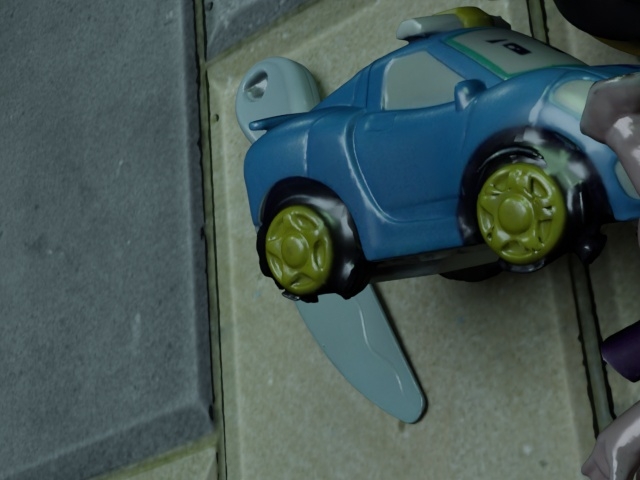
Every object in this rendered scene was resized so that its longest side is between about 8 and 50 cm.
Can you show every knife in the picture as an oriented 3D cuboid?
[{"bbox_3d":[-0.002,0.001,1.059,0.080,0.044,0.331,-37,55,28],"label":"knife"}]

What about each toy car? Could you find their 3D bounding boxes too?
[{"bbox_3d":[0.103,-0.055,0.836,0.314,0.198,0.166,-10,91,43],"label":"toy car"}]

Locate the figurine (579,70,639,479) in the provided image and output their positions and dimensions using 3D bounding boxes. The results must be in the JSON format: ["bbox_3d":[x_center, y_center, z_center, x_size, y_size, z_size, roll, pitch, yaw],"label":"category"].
[{"bbox_3d":[0.224,0.051,0.655,0.186,0.176,0.287,-7,92,45],"label":"figurine"}]

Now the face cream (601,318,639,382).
[{"bbox_3d":[0.268,0.008,0.757,0.273,0.078,0.078,-33,54,31],"label":"face cream"}]

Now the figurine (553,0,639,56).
[{"bbox_3d":[0.158,-0.207,0.818,0.192,0.257,0.167,7,86,52],"label":"figurine"}]
